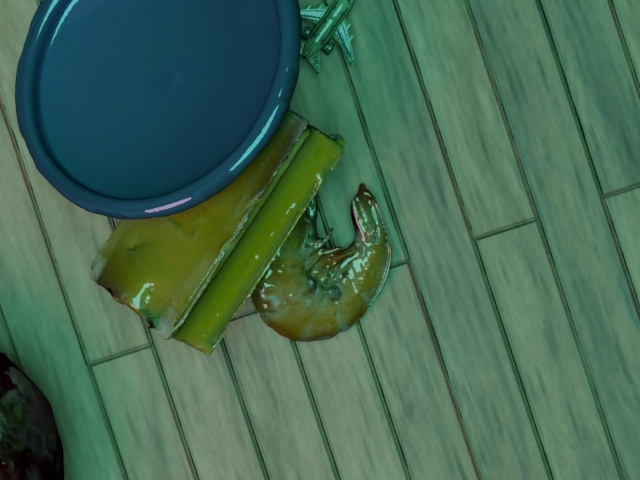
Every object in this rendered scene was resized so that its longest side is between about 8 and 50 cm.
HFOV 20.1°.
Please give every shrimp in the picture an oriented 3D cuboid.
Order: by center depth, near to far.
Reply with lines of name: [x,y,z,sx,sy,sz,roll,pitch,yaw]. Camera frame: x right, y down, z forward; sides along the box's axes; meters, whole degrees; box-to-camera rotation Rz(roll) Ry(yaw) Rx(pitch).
shrimp: [-0.002,0.000,1.651,0.132,0.052,0.187,2,96,-20]

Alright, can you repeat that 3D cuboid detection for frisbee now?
frisbee: [-0.140,-0.153,1.605,0.290,0.049,0.289,-8,71,24]

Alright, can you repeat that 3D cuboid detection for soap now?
soap: [-0.094,-0.029,1.601,0.135,0.076,0.233,35,92,40]

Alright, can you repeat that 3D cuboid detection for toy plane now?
toy plane: [0.005,-0.194,1.647,0.080,0.033,0.083,36,85,1]

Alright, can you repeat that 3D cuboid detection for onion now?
onion: [-0.347,0.206,1.586,0.252,0.219,0.252,16,59,-29]
